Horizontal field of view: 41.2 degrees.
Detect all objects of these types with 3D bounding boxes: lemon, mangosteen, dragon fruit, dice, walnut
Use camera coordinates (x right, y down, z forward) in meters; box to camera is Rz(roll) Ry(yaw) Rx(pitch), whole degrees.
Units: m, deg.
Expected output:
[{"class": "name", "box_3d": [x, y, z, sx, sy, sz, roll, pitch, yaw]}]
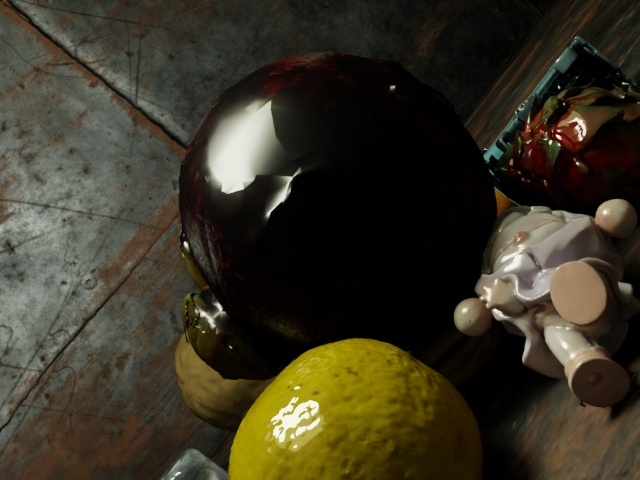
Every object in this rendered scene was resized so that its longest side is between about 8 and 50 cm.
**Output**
[{"class": "lemon", "box_3d": [0.035, 0.205, 0.779, 0.228, 0.228, 0.253, -49, 1, 17]}, {"class": "mangosteen", "box_3d": [0.007, -0.006, 0.986, 0.381, 0.381, 0.421, 166, 128, -84]}, {"class": "dragon fruit", "box_3d": [0.308, -0.099, 0.991, 0.188, 0.182, 0.182, -59, -3, 40]}, {"class": "dice", "box_3d": [-0.210, 0.472, 1.438, 0.182, 0.181, 0.183, -52, 2, -19]}, {"class": "walnut", "box_3d": [-0.084, 0.202, 1.594, 0.383, 0.383, 0.383, -50, 3, 4]}]

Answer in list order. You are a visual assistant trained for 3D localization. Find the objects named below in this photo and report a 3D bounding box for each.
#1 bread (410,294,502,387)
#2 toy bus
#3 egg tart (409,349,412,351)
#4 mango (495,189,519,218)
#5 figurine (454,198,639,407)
[{"class": "bread", "box_3d": [0.179, 0.113, 1.104, 0.116, 0.077, 0.200, -53, 2, 20]}, {"class": "toy bus", "box_3d": [0.361, -0.171, 1.346, 0.271, 0.133, 0.165, -50, -2, -28]}, {"class": "egg tart", "box_3d": [0.131, 0.074, 1.266, 0.288, 0.118, 0.288, -30, -34, -23]}, {"class": "mango", "box_3d": [0.308, -0.081, 1.448, 0.105, 0.084, 0.159, -41, 9, 38]}, {"class": "figurine", "box_3d": [0.225, 0.049, 0.800, 0.200, 0.133, 0.276, -37, 11, 13]}]
